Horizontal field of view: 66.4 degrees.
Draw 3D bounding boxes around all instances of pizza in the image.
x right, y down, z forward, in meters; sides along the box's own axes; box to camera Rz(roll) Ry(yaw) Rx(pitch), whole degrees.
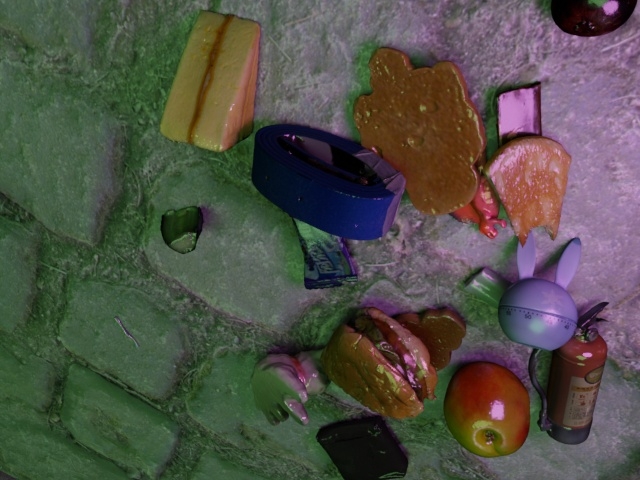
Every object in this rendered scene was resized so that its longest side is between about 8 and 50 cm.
[{"bbox_3d":[0.443,-0.100,1.015,0.181,0.034,0.262,-28,117,-1],"label":"pizza"}]

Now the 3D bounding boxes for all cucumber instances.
[{"bbox_3d":[-0.356,-0.027,1.287,0.116,0.193,0.085,-22,115,-5],"label":"cucumber"}]

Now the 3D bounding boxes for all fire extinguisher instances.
[{"bbox_3d":[0.590,0.330,1.163,0.113,0.200,0.375,27,130,47],"label":"fire extinguisher"}]

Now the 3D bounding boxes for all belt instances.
[{"bbox_3d":[0.008,-0.133,1.052,0.347,0.212,0.117,29,130,22],"label":"belt"}]

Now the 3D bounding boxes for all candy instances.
[{"bbox_3d":[0.000,0.000,1.228,0.145,0.070,0.275,-9,110,13],"label":"candy"}]

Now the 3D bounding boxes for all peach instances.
[{"bbox_3d":[0.423,0.425,1.239,0.231,0.231,0.230,8,119,14],"label":"peach"}]

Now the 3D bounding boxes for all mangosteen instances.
[{"bbox_3d":[0.468,-0.419,0.829,0.140,0.140,0.140,8,119,14],"label":"mangosteen"}]

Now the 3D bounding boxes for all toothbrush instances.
[{"bbox_3d":[-0.646,0.306,1.629,0.013,0.011,0.131,-27,108,6],"label":"toothbrush"}]

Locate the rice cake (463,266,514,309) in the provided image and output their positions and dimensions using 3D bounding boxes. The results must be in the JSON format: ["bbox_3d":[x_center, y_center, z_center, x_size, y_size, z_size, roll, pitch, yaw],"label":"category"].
[{"bbox_3d":[0.458,0.141,1.174,0.222,0.042,0.080,31,124,1],"label":"rice cake"}]

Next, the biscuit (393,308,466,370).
[{"bbox_3d":[0.258,0.293,1.317,0.184,0.047,0.319,24,122,8],"label":"biscuit"}]

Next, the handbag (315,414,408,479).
[{"bbox_3d":[0.130,0.670,1.543,0.247,0.080,0.222,-24,108,26],"label":"handbag"}]

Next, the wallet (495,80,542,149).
[{"bbox_3d":[0.404,-0.222,0.991,0.095,0.026,0.176,-15,116,-1],"label":"wallet"}]

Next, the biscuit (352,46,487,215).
[{"bbox_3d":[0.203,-0.226,1.027,0.270,0.051,0.375,-16,107,39],"label":"biscuit"}]

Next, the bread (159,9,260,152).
[{"bbox_3d":[-0.241,-0.345,1.057,0.168,0.163,0.263,15,121,10],"label":"bread"}]

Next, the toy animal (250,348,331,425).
[{"bbox_3d":[-0.085,0.427,1.455,0.266,0.188,0.307,22,136,30],"label":"toy animal"}]

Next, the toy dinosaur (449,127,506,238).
[{"bbox_3d":[0.323,-0.126,1.072,0.139,0.070,0.285,-4,117,44],"label":"toy dinosaur"}]

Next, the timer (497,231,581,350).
[{"bbox_3d":[0.480,0.121,1.082,0.176,0.255,0.175,13,147,9],"label":"timer"}]

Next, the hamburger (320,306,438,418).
[{"bbox_3d":[0.131,0.285,1.246,0.330,0.162,0.208,24,127,40],"label":"hamburger"}]
